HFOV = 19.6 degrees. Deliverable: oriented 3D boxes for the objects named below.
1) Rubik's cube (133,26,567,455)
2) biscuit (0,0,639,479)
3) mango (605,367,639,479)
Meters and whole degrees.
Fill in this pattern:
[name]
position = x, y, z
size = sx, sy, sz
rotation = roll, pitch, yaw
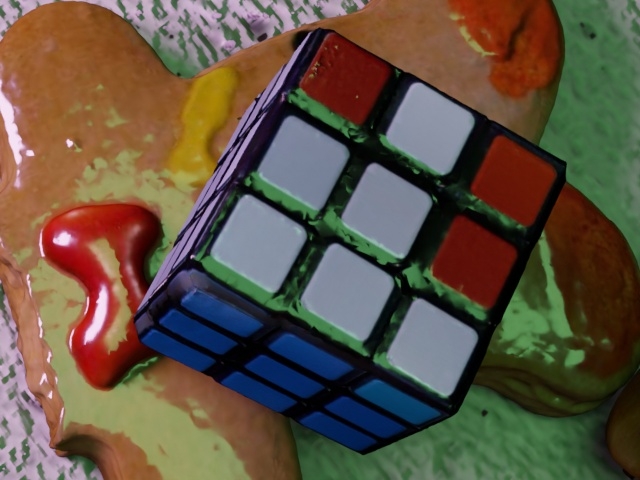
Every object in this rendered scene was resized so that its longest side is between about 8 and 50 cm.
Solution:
[Rubik's cube]
position = 0.012, 0.007, 1.009
size = 0.162, 0.160, 0.163
rotation = 31, 69, -8
[biscuit]
position = 0.000, 0.000, 1.130
size = 0.394, 0.076, 0.368
rotation = -13, 79, -17
[mango]
position = 0.298, 0.079, 1.153
size = 0.267, 0.111, 0.133
rotation = -23, 127, -22
